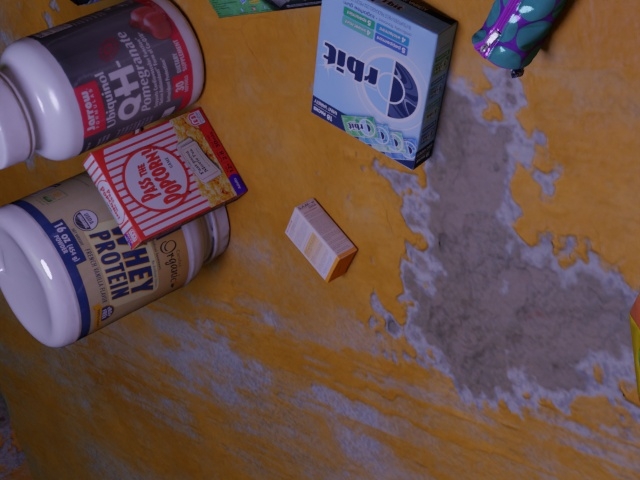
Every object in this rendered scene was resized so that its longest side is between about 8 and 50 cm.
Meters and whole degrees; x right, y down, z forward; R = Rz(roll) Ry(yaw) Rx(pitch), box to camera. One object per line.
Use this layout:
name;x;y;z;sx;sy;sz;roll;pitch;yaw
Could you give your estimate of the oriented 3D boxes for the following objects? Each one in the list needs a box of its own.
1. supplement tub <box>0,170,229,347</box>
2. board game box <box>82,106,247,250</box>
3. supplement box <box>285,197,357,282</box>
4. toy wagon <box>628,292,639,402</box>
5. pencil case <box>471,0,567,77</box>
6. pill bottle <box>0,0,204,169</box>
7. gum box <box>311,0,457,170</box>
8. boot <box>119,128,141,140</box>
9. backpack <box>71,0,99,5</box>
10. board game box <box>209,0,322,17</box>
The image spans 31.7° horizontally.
supplement tub;-0.321;0.000;1.720;0.228;0.316;0.228;34;139;36
board game box;-0.223;-0.091;1.632;0.147;0.193;0.045;59;148;3
supplement box;0.000;0.000;1.534;0.098;0.036;0.062;50;146;18
toy wagon;0.351;0.170;0.980;0.344;0.068;0.267;-95;-8;-65
pencil case;0.197;-0.229;1.058;0.064;0.070;0.152;49;145;20
pill bottle;-0.336;-0.218;1.578;0.176;0.318;0.176;34;139;35
gum box;0.066;-0.193;1.275;0.157;0.041;0.184;32;139;25
boot;-0.335;-0.217;1.799;0.059;0.084;0.158;31;138;37
backpack;-0.335;-0.430;1.610;0.152;0.115;0.182;30;138;57
board game box;-0.080;-0.340;1.366;0.259;0.030;0.136;9;140;51
